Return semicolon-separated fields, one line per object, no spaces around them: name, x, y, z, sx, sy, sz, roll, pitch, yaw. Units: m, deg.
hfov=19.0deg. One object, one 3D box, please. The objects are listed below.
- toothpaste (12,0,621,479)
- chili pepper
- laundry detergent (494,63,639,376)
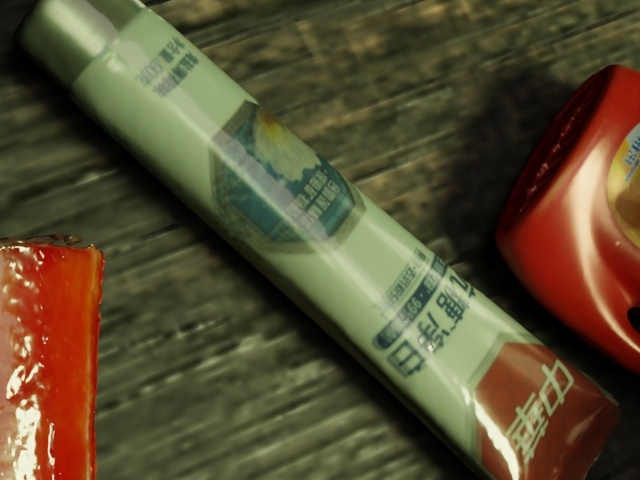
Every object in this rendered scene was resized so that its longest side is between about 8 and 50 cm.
toothpaste;0.000;0.000;0.627;0.239;0.039;0.062;42;57;-7
chili pepper;-0.093;0.087;0.556;0.088;0.065;0.169;-10;83;-7
laundry detergent;0.145;0.016;0.670;0.165;0.049;0.097;35;72;-9
